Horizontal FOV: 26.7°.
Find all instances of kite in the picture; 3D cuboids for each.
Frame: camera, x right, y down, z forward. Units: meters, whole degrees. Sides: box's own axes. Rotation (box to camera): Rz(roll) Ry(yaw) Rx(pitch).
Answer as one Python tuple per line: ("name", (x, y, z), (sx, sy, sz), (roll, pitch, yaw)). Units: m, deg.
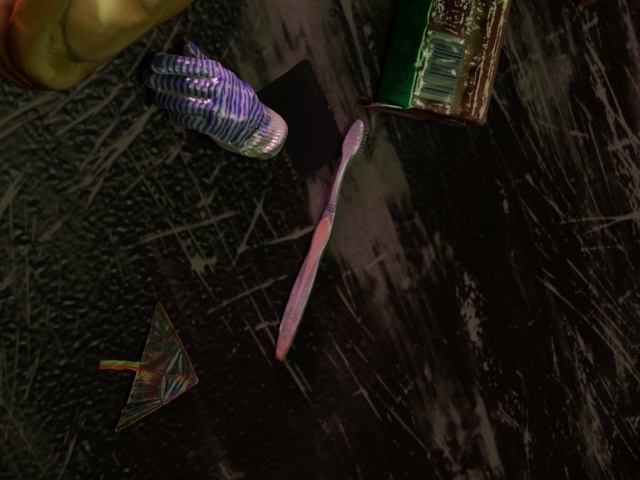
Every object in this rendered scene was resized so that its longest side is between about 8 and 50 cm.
("kite", (-0.235, 0.179, 1.864), (0.159, 0.010, 0.190), (20, 87, -37))

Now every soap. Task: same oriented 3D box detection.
("soap", (0.187, -0.307, 2.004), (0.218, 0.098, 0.273), (8, 96, -38))

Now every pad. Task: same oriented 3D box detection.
("pad", (-0.029, -0.168, 1.937), (0.112, 0.003, 0.157), (-38, 121, -23))

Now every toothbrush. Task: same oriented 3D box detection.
("toothbrush", (0.000, 0.000, 1.983), (0.037, 0.028, 0.375), (22, 88, -68))

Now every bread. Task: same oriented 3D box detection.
("bread", (-0.271, -0.319, 1.566), (0.316, 0.270, 0.211), (-42, 108, -15))

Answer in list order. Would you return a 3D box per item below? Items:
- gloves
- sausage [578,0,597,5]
("gloves", (-0.136, -0.186, 1.806), (0.229, 0.097, 0.119), (25, 55, -33))
("sausage", (0.438, -0.447, 2.193), (0.039, 0.041, 0.131), (-19, 114, -55))
